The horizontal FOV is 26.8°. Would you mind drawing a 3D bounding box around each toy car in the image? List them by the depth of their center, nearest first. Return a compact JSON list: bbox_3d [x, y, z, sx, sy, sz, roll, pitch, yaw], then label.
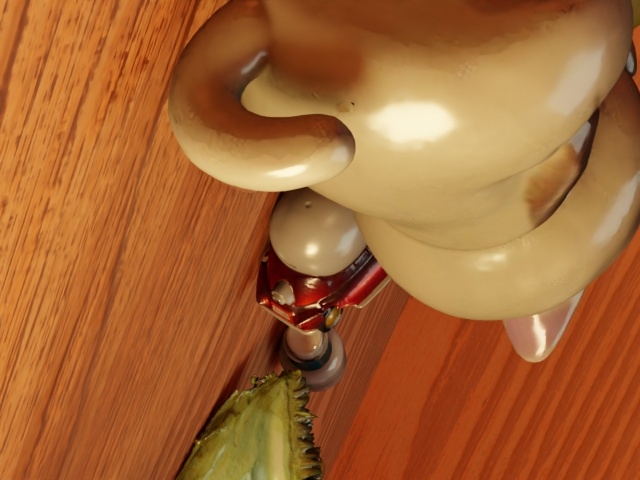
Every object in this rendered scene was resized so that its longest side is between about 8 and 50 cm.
[{"bbox_3d":[0.000,0.000,1.122,0.139,0.112,0.112,-53,154,-13],"label":"toy car"}]

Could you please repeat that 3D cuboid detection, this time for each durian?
[{"bbox_3d":[-0.097,0.308,1.320,0.394,0.198,0.163,-69,-159,-1],"label":"durian"}]

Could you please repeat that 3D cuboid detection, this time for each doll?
[{"bbox_3d":[0.082,-0.085,0.762,0.226,0.215,0.370,-43,150,9],"label":"doll"}]

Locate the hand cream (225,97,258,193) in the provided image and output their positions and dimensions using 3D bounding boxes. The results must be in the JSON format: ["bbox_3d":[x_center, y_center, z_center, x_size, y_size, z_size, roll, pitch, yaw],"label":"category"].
[{"bbox_3d":[-0.013,-0.129,0.834,0.067,0.043,0.209,68,43,-74],"label":"hand cream"}]

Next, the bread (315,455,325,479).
[{"bbox_3d":[-0.081,0.303,1.479,0.200,0.116,0.077,-62,145,-8],"label":"bread"}]

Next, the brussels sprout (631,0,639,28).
[{"bbox_3d":[0.174,-0.248,0.971,0.294,0.227,0.259,-46,169,-17],"label":"brussels sprout"}]

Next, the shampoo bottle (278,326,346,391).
[{"bbox_3d":[-0.010,0.122,1.477,0.074,0.074,0.192,-63,172,-9],"label":"shampoo bottle"}]
